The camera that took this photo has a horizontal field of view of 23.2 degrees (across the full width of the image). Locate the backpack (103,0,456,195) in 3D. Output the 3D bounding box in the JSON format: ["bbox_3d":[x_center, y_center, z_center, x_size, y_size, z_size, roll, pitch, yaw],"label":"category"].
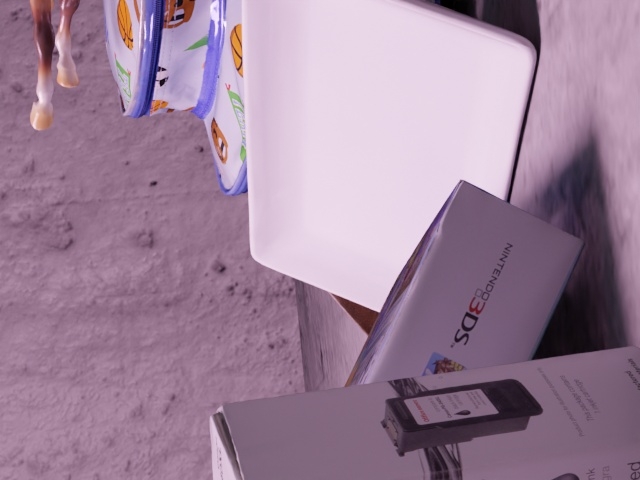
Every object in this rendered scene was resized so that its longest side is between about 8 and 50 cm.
[{"bbox_3d":[-0.024,-0.163,0.919,0.276,0.213,0.263,97,157,-57],"label":"backpack"}]

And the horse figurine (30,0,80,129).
[{"bbox_3d":[-0.151,-0.186,0.866,0.263,0.066,0.174,-119,34,-49],"label":"horse figurine"}]

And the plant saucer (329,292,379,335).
[{"bbox_3d":[0.000,0.000,1.313,0.198,0.036,0.198,51,-176,-4],"label":"plant saucer"}]

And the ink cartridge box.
[{"bbox_3d":[0.044,0.104,0.522,0.063,0.151,0.109,-116,20,-62],"label":"ink cartridge box"}]

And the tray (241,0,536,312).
[{"bbox_3d":[0.031,-0.045,0.804,0.270,0.145,0.030,92,-156,-57],"label":"tray"}]

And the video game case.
[{"bbox_3d":[0.021,0.117,0.710,0.269,0.061,0.244,103,-168,-80],"label":"video game case"}]
